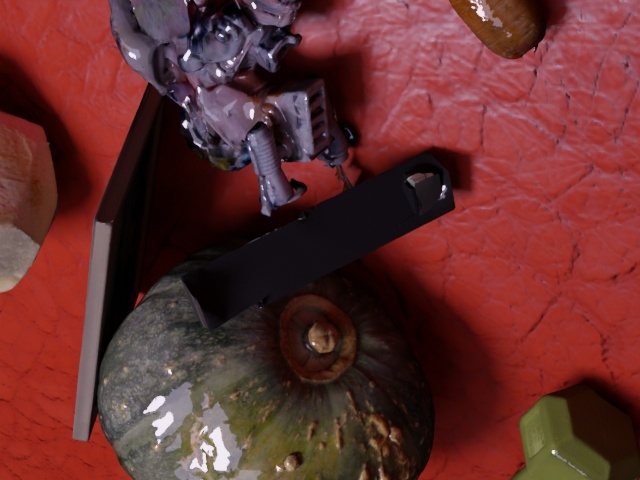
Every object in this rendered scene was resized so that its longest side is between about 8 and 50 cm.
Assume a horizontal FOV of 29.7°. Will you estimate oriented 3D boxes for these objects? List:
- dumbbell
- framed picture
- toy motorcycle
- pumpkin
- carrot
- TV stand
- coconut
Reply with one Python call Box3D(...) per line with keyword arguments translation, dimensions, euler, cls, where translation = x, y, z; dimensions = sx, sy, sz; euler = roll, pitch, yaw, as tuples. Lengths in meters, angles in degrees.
Box3D(translation=(0.209, 0.268, 1.247), dimensions=(0.108, 0.121, 0.302), euler=(15, 137, -17), cls="dumbbell")
Box3D(translation=(-0.204, 0.021, 1.224), dimensions=(0.024, 0.232, 0.315), euler=(12, 133, -2), cls="framed picture")
Box3D(translation=(-0.059, -0.141, 1.082), dimensions=(0.207, 0.134, 0.401), euler=(-1, 122, 38), cls="toy motorcycle")
Box3D(translation=(-0.052, 0.167, 1.200), dimensions=(0.328, 0.291, 0.257), euler=(49, 141, 4), cls="pumpkin")
Box3D(translation=(0.099, -0.248, 0.962), dimensions=(0.059, 0.059, 0.248), euler=(-27, 104, 41), cls="carrot")
Box3D(translation=(0.000, 0.000, 1.083), dimensions=(0.040, 0.256, 0.049), euler=(51, 162, 46), cls="TV stand")
Box3D(translation=(-0.390, -0.049, 1.291), dimensions=(0.197, 0.237, 0.237), euler=(-23, 110, 36), cls="coconut")
